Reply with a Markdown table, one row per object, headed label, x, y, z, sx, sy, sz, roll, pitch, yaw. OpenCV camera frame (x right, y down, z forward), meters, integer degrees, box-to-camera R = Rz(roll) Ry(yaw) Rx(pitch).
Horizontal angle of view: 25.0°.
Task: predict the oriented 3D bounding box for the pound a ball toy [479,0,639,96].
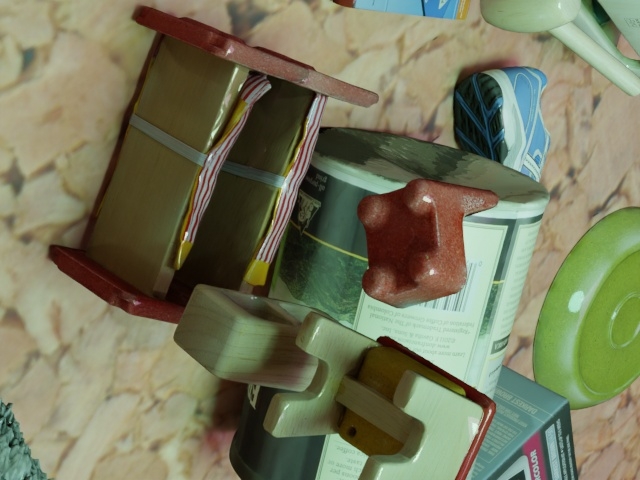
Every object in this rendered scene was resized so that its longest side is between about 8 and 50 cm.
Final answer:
| label | x | y | z | sx | sy | sz | roll | pitch | yaw |
| --- | --- | --- | --- | --- | --- | --- | --- | --- | --- |
| pound a ball toy | 0.223 | -0.217 | 1.218 | 0.319 | 0.135 | 0.208 | 32 | 72 | -54 |

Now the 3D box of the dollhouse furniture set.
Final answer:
| label | x | y | z | sx | sy | sz | roll | pitch | yaw |
| --- | --- | --- | --- | --- | --- | --- | --- | --- | --- |
| dollhouse furniture set | 0.000 | 0.000 | 0.941 | 0.152 | 0.374 | 0.201 | 15 | 101 | -45 |

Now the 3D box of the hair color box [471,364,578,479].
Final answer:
| label | x | y | z | sx | sy | sz | roll | pitch | yaw |
| --- | --- | --- | --- | --- | --- | --- | --- | --- | --- |
| hair color box | 0.091 | 0.305 | 1.392 | 0.374 | 0.113 | 0.185 | -38 | 133 | -26 |

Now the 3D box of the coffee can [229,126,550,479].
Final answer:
| label | x | y | z | sx | sy | sz | roll | pitch | yaw |
| --- | --- | --- | --- | --- | --- | --- | --- | --- | --- |
| coffee can | 0.053 | 0.068 | 1.160 | 0.201 | 0.201 | 0.275 | -2 | 111 | -46 |

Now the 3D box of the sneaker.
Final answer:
| label | x | y | z | sx | sy | sz | roll | pitch | yaw |
| --- | --- | --- | --- | --- | --- | --- | --- | --- | --- |
| sneaker | 0.175 | -0.060 | 1.316 | 0.081 | 0.080 | 0.211 | -25 | 128 | -33 |

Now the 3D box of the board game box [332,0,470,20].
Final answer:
| label | x | y | z | sx | sy | sz | roll | pitch | yaw |
| --- | --- | --- | --- | --- | --- | --- | --- | --- | --- |
| board game box | 0.096 | -0.318 | 1.138 | 0.145 | 0.027 | 0.281 | -2 | 111 | -45 |

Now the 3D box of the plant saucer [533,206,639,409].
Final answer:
| label | x | y | z | sx | sy | sz | roll | pitch | yaw |
| --- | --- | --- | --- | --- | --- | --- | --- | --- | --- |
| plant saucer | 0.323 | 0.083 | 1.580 | 0.241 | 0.037 | 0.241 | -24 | 126 | -37 |

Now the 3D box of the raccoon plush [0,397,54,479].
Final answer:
| label | x | y | z | sx | sy | sz | roll | pitch | yaw |
| --- | --- | --- | --- | --- | --- | --- | --- | --- | --- |
| raccoon plush | -0.222 | 0.193 | 0.859 | 0.216 | 0.299 | 0.446 | -42 | 135 | -23 |
